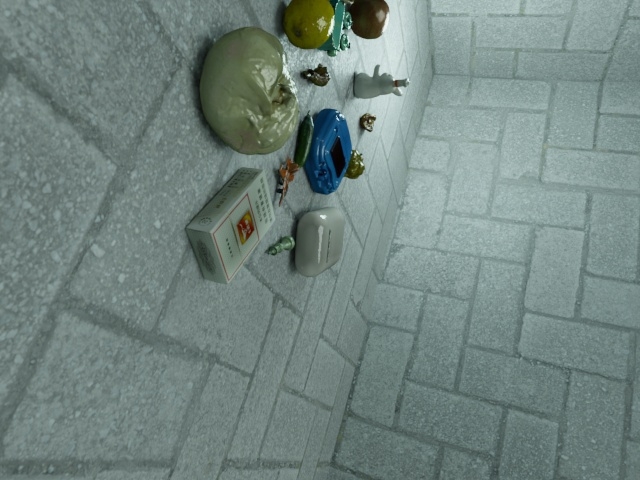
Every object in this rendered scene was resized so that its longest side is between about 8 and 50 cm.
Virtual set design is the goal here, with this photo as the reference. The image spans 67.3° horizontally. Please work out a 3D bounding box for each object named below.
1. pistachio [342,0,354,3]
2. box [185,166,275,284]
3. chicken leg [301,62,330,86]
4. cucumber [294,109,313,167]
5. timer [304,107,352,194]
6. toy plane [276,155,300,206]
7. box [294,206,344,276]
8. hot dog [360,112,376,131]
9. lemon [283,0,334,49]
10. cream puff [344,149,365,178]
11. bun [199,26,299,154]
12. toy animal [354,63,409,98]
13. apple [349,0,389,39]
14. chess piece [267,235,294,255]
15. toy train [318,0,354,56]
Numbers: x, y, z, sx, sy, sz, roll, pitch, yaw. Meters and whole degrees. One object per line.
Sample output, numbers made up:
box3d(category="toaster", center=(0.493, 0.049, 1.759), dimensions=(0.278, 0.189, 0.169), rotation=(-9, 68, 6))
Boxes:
box3d(category="pistachio", center=(0.080, -1.016, 1.919), dimensions=(0.152, 0.126, 0.223), rotation=(50, 33, -6))
box3d(category="box", center=(-0.266, -0.052, 1.497), dimensions=(0.330, 0.095, 0.210), rotation=(-57, 150, -43))
box3d(category="chicken leg", center=(-0.020, -0.660, 1.913), dimensions=(0.178, 0.070, 0.093), rotation=(-25, 117, -54))
box3d(category="cucumber", center=(-0.062, -0.401, 1.923), dimensions=(0.056, 0.056, 0.249), rotation=(10, 91, -70))
box3d(category="timer", center=(0.038, -0.385, 2.115), dimensions=(0.340, 0.115, 0.308), rotation=(69, 39, -54))
box3d(category="toy plane", center=(-0.138, -0.221, 1.816), dimensions=(0.188, 0.062, 0.135), rotation=(-66, 159, 2))
box3d(category="box", center=(0.001, 0.000, 2.151), dimensions=(0.349, 0.141, 0.288), rotation=(-24, 122, -66))
box3d(category="hot dog", center=(0.265, -0.653, 2.653), dimensions=(0.147, 0.065, 0.099), rotation=(-2, 111, -71))
box3d(category="lemon", center=(-0.041, -0.753, 1.652), dimensions=(0.180, 0.181, 0.193), rotation=(60, 15, -60))
box3d(category="cream puff", center=(0.136, -0.364, 2.350), dimensions=(0.156, 0.121, 0.156), rotation=(-19, 140, -17))
box3d(category="bun", center=(-0.176, -0.423, 1.389), dimensions=(0.361, 0.213, 0.360), rotation=(12, 90, -68))
box3d(category="toy animal", center=(0.309, -0.797, 2.429), dimensions=(0.140, 0.283, 0.138), rotation=(32, 54, -70))
box3d(category="apple", center=(0.222, -1.019, 2.201), dimensions=(0.188, 0.189, 0.173), rotation=(-54, 157, -50))
box3d(category="chess piece", center=(-0.163, 0.027, 1.869), dimensions=(0.149, 0.059, 0.058), rotation=(-28, 126, -56))
box3d(category="toy train", center=(0.046, -0.852, 1.928), dimensions=(0.163, 0.112, 0.203), rotation=(-1, 99, -62))
